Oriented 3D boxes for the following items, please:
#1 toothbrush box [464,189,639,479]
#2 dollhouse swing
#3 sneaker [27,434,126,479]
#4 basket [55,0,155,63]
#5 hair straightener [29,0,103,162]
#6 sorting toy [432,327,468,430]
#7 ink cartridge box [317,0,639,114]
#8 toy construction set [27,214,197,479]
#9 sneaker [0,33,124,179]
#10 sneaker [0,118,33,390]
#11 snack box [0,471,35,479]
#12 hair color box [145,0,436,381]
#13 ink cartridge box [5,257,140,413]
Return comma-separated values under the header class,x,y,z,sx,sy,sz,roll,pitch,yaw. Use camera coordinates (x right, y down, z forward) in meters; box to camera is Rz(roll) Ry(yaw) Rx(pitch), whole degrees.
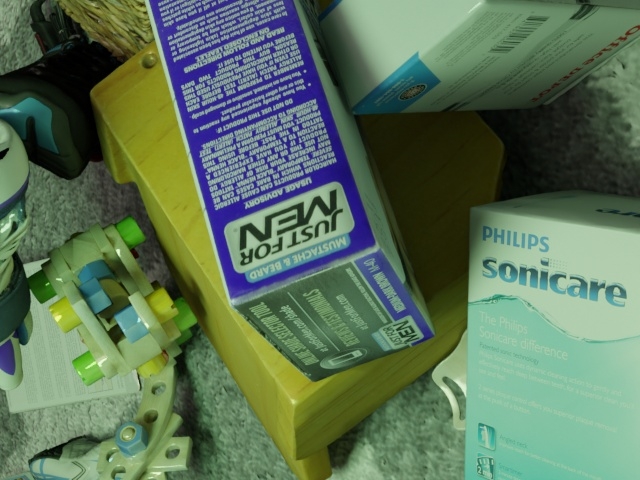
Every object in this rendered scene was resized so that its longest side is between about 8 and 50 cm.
class,x,y,z,sx,sy,sz,roll,pitch,yaw
toothbrush box,0.215,0.125,0.819,0.216,0.126,0.296,10,106,48
dollhouse swing,0.000,0.000,1.092,0.315,0.305,0.347,-37,62,1
sneaker,-0.277,0.277,1.449,0.237,0.085,0.086,-15,93,52
basket,-0.169,-0.325,1.136,0.299,0.223,0.213,44,162,12
hair straightener,-0.278,-0.207,1.389,0.089,0.047,0.230,-41,63,45
sorting toy,0.127,0.112,0.961,0.075,0.045,0.083,-31,73,24
ink cartridge box,0.117,-0.152,0.826,0.139,0.190,0.082,-37,69,45
toy construction set,-0.188,0.110,1.221,0.215,0.151,0.328,50,155,38
sneaker,-0.256,-0.143,1.172,0.140,0.125,0.341,-59,11,-1
sneaker,-0.294,0.028,1.059,0.322,0.130,0.236,3,125,53
snack box,-0.371,0.381,1.588,0.178,0.064,0.022,50,132,30
hair color box,-0.031,-0.090,0.865,0.110,0.185,0.339,-20,65,8
ink cartridge box,-0.305,0.108,1.486,0.224,0.056,0.181,-13,87,31
